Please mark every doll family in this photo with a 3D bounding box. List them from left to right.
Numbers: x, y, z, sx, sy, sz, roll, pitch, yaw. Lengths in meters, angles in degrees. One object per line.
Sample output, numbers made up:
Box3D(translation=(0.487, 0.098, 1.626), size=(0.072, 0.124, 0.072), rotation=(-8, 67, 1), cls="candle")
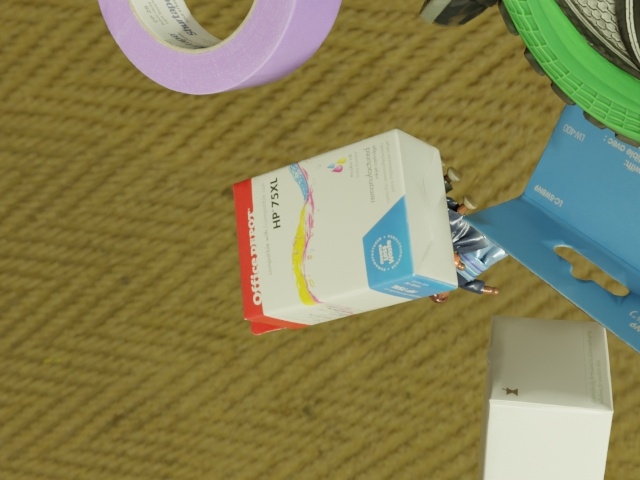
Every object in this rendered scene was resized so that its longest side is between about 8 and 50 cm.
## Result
Box3D(translation=(0.105, -0.012, 1.111), size=(0.193, 0.076, 0.111), rotation=(46, 109, 1), cls="doll family")

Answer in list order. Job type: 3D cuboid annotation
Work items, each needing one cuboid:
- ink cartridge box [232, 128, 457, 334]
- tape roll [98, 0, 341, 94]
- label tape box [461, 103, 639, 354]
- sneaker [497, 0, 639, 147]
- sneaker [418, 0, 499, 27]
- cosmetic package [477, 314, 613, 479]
Box3D(translation=(0.000, 0.000, 1.038), size=(0.231, 0.078, 0.134), rotation=(-17, 71, 33), cls="ink cartridge box")
Box3D(translation=(-0.110, -0.293, 1.193), size=(0.275, 0.090, 0.274), rotation=(9, 106, 33), cls="tape roll")
Box3D(translation=(0.322, -0.049, 0.928), size=(0.240, 0.334, 0.106), rotation=(42, 140, 45), cls="label tape box")
Box3D(translation=(0.213, -0.093, 0.516), size=(0.134, 0.146, 0.343), rotation=(-41, 81, -21), cls="sneaker")
Box3D(translation=(0.147, -0.170, 0.723), size=(0.118, 0.222, 0.083), rotation=(27, 74, -10), cls="sneaker")
Box3D(translation=(0.281, 0.300, 1.492), size=(0.155, 0.197, 0.365), rotation=(5, 122, 8), cls="cosmetic package")
